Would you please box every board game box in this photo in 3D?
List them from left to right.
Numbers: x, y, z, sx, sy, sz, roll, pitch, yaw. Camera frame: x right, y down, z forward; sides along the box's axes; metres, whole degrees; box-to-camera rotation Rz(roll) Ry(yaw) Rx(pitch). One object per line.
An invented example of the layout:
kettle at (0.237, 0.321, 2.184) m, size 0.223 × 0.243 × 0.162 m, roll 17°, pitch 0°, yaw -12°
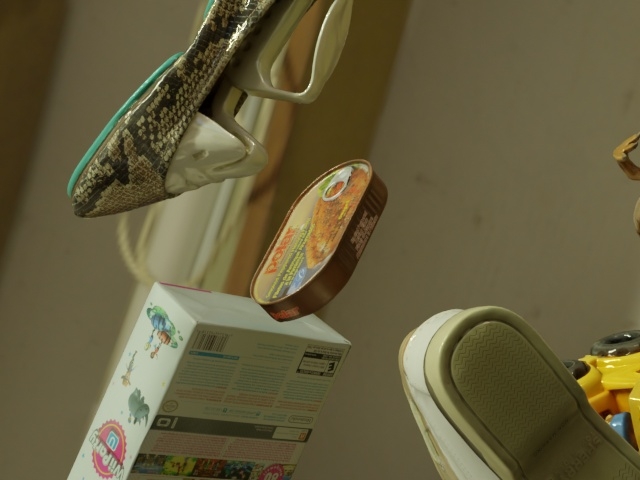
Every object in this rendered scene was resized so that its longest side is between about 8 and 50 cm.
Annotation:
board game box at (-0.127, 0.209, 1.588) m, size 0.224 × 0.097 × 0.303 m, roll 13°, pitch -74°, yaw -43°

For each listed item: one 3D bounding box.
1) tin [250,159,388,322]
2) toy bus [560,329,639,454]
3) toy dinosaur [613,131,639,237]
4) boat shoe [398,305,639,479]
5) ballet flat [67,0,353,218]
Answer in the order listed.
tin at (0.000, 0.000, 1.431) m, size 0.040 × 0.106 × 0.190 m, roll 51°, pitch -133°, yaw -28°
toy bus at (0.347, 0.191, 1.606) m, size 0.220 × 0.211 × 0.150 m, roll -18°, pitch -81°, yaw -28°
toy dinosaur at (0.270, -0.045, 1.140) m, size 0.211 × 0.112 × 0.064 m, roll -32°, pitch 22°, yaw 54°
boat shoe at (0.159, 0.173, 1.021) m, size 0.113 × 0.302 × 0.103 m, roll -34°, pitch 7°, yaw -19°
ballet flat at (-0.092, -0.191, 1.716) m, size 0.483 × 0.182 × 0.164 m, roll -56°, pitch -13°, yaw 1°
